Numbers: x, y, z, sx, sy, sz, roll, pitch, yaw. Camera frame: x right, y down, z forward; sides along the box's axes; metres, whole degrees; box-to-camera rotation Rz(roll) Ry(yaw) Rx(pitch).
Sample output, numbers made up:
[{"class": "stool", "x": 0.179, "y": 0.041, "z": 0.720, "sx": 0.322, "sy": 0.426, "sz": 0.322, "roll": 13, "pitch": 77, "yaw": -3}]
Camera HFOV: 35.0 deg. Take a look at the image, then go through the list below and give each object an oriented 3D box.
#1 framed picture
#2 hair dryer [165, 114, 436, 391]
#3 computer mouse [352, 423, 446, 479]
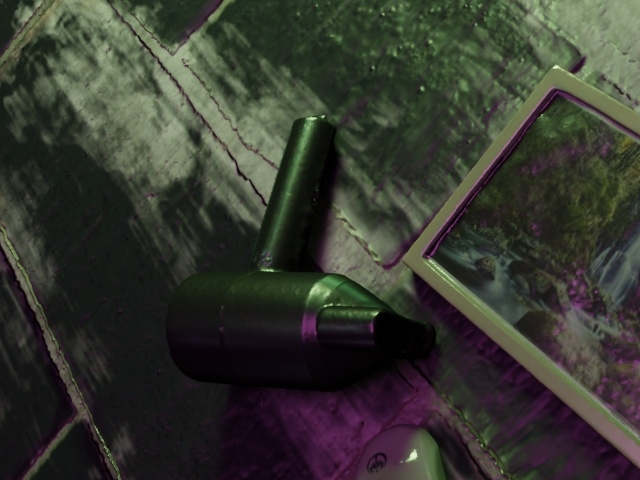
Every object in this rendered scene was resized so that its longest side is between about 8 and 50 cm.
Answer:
[{"class": "framed picture", "x": 0.243, "y": 0.015, "z": 0.862, "sx": 0.240, "sy": 0.020, "sz": 0.324, "roll": -51, "pitch": 52, "yaw": 7}, {"class": "hair dryer", "x": 0.000, "y": 0.000, "z": 0.999, "sx": 0.244, "sy": 0.116, "sz": 0.303, "roll": -2, "pitch": 64, "yaw": 32}, {"class": "computer mouse", "x": 0.074, "y": 0.243, "z": 0.872, "sx": 0.089, "sy": 0.056, "sz": 0.182, "roll": -36, "pitch": 56, "yaw": 25}]
